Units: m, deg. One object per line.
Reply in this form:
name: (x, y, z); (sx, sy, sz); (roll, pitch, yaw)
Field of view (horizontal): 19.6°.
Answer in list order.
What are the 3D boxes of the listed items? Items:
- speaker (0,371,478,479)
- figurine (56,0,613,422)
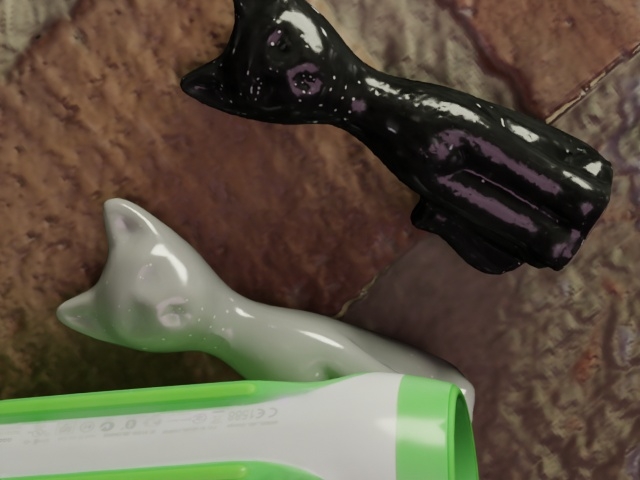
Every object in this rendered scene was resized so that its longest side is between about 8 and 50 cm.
speaker: (-0.078, 0.131, 0.856); (0.297, 0.131, 0.131); (-5, 108, 10)
figurine: (0.000, 0.000, 0.917); (0.209, 0.092, 0.215); (29, 97, -12)
